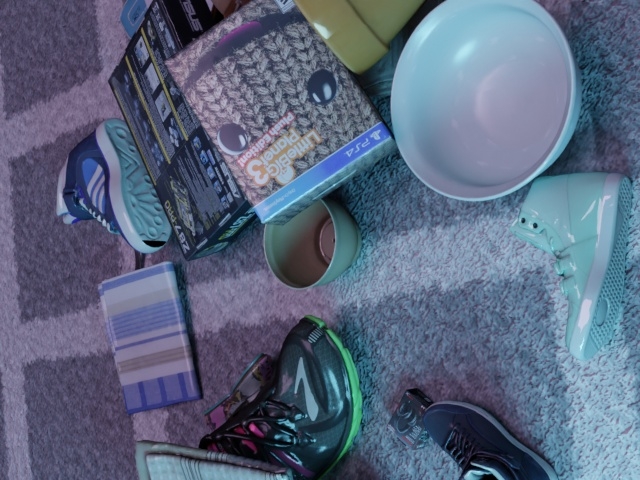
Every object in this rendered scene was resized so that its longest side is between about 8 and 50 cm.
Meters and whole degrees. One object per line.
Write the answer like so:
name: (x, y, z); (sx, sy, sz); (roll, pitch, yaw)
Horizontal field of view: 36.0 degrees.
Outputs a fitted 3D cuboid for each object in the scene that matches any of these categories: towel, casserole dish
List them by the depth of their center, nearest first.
towel: (-0.158, 0.481, 1.574); (0.324, 0.056, 0.312); (2, 110, 34)
towel: (0.118, -0.374, 1.582); (0.187, 0.049, 0.282); (-8, 83, 37)
towel: (-0.342, 0.194, 1.971); (0.209, 0.034, 0.285); (-18, 83, 32)
casserole dish: (-0.355, -0.480, 2.023); (0.188, 0.037, 0.114); (-47, 59, 31)

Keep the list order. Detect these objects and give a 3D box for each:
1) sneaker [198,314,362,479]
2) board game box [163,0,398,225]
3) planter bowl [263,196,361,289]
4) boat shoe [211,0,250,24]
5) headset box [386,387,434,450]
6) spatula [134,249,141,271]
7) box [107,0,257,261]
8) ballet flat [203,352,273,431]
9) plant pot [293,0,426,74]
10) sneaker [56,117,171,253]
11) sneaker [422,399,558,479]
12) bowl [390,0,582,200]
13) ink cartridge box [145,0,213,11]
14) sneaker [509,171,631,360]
sneaker: (-0.086, 0.348, 1.643); (0.185, 0.202, 0.483); (37, 113, 35)
board game box: (-0.056, -0.205, 1.509); (0.232, 0.141, 0.291); (-34, 84, 9)
planter bowl: (0.000, 0.000, 1.640); (0.162, 0.109, 0.162); (-1, 88, 42)
boat shoe: (-0.139, -0.431, 1.674); (0.324, 0.116, 0.123); (106, 160, -58)
headset box: (0.146, 0.284, 1.551); (0.062, 0.032, 0.083); (40, 113, 35)
spatula: (-0.381, 0.056, 2.032); (0.084, 0.030, 0.297); (19, 101, 40)
box: (-0.231, -0.196, 1.758); (0.318, 0.097, 0.395); (-39, 73, 54)
ballet flat: (-0.134, 0.289, 1.785); (0.079, 0.077, 0.221); (49, 126, 10)
plant pot: (0.057, -0.419, 1.446); (0.203, 0.291, 0.291); (-33, 66, 14)
sneaker: (-0.435, -0.065, 2.013); (0.236, 0.130, 0.323); (-40, 61, 34)
sneaker: (0.208, 0.305, 1.396); (0.226, 0.163, 0.086); (29, 109, 34)
bowl: (0.254, -0.199, 1.402); (0.297, 0.134, 0.298); (-2, 87, 41)
ink cartridge box: (-0.222, -0.569, 1.863); (0.324, 0.071, 0.330); (-35, 67, 28)
sneaker: (0.332, 0.031, 1.351); (0.151, 0.094, 0.256); (6, 83, 36)
